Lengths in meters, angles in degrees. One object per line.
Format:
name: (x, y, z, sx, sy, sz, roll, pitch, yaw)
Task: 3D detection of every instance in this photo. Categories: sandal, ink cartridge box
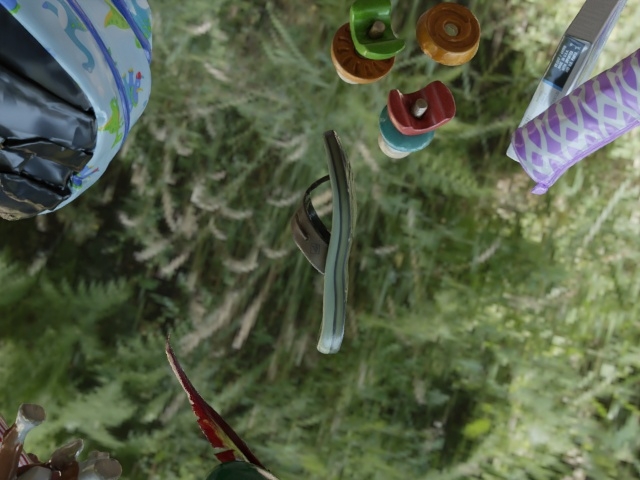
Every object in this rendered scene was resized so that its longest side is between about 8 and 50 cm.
sandal: (0.000, 0.001, 1.498, 0.086, 0.302, 0.120, 4, -178, 5)
ink cartridge box: (0.328, -0.228, 1.447, 0.045, 0.208, 0.206, 30, 136, 12)

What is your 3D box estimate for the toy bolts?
toy bolts: (0.136, -0.242, 1.717, 0.218, 0.228, 0.158, -8, 163, -17)

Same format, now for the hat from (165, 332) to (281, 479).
hat: (-0.050, 0.188, 0.903, 0.209, 0.183, 0.173, 6, -177, 5)

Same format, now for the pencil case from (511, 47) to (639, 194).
pencil case: (0.322, -0.139, 1.299, 0.206, 0.088, 0.086, -34, 155, 36)

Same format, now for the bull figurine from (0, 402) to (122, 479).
bull figurine: (-0.217, 0.279, 0.851, 0.101, 0.188, 0.310, 15, -148, -36)

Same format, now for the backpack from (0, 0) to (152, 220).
backpack: (-0.311, -0.184, 0.941, 0.355, 0.290, 0.273, 45, -147, -4)

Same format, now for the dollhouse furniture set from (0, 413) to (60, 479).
dollhouse furniture set: (-0.436, 0.190, 1.124, 0.374, 0.152, 0.201, 10, 137, 42)
